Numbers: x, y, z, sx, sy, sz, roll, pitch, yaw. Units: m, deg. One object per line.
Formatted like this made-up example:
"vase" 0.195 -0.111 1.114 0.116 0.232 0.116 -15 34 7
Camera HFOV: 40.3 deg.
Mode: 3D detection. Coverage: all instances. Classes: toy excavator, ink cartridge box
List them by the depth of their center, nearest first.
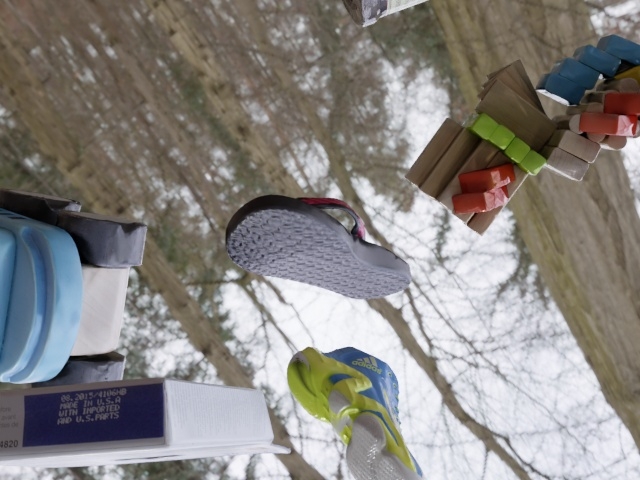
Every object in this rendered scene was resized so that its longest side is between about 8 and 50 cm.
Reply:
"ink cartridge box" -0.156 0.130 0.600 0.223 0.224 0.045 -7 -106 14
"toy excavator" -0.493 0.035 1.008 0.433 0.445 0.222 14 -85 39

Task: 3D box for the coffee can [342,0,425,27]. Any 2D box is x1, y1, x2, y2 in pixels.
"coffee can" 0.128 -0.319 0.717 0.276 0.201 0.201 -20 -144 0

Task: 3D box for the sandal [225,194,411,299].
"sandal" 0.000 0.000 0.531 0.067 0.179 0.040 -16 -111 25

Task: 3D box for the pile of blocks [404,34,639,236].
"pile of blocks" 0.261 -0.134 0.912 0.362 0.149 0.112 -29 -173 4

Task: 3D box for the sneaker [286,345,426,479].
"sneaker" 0.071 0.207 1.043 0.126 0.091 0.240 -15 -127 -40
